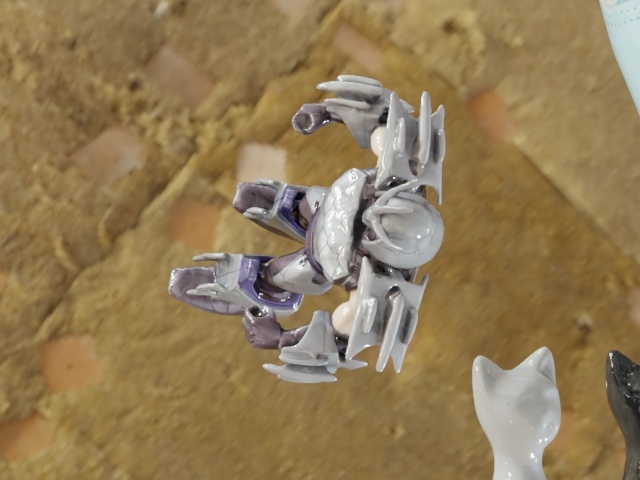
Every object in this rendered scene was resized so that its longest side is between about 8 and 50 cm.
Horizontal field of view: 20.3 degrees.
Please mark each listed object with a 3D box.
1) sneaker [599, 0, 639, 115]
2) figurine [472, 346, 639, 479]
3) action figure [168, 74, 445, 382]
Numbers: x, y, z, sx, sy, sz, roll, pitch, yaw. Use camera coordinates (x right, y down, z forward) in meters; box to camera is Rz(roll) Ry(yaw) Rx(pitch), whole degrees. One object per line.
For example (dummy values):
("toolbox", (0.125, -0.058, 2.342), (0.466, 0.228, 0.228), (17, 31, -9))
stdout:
("sneaker", (0.188, -0.148, 0.478), (0.127, 0.319, 0.208), (6, -126, -57))
("figurine", (0.187, 0.179, 1.304), (0.215, 0.092, 0.209), (2, -89, -35))
("action figure", (0.000, 0.000, 1.105), (0.099, 0.285, 0.185), (25, -103, -17))
